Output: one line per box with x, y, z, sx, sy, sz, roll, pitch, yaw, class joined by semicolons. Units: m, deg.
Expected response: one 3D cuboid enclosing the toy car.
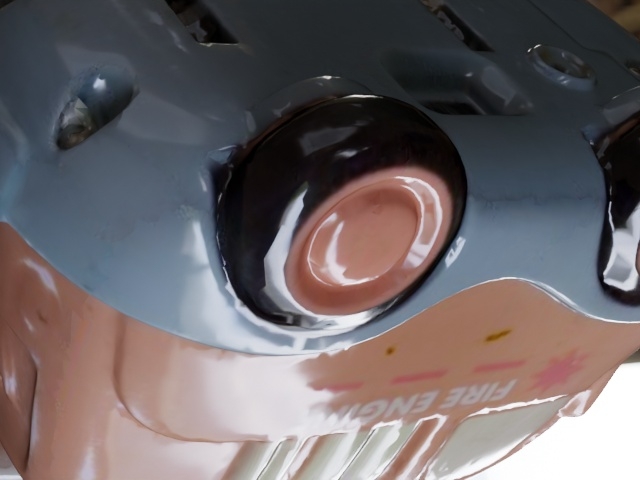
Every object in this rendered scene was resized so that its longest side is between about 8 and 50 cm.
0.000;0.000;0.451;0.180;0.270;0.212;53;-46;39;toy car
